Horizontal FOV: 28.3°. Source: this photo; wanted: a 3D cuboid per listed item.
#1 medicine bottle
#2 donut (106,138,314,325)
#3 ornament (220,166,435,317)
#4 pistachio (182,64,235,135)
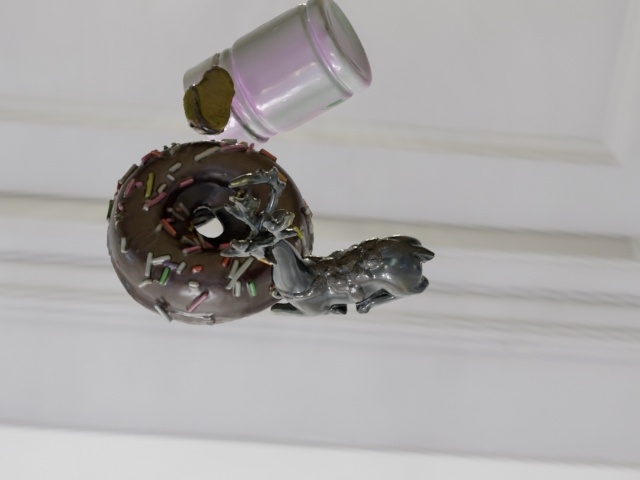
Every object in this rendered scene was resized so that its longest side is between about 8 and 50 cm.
[{"bbox_3d":[-0.083,-0.322,2.511,0.325,0.212,0.212,-28,-157,17],"label":"medicine bottle"},{"bbox_3d":[-0.135,-0.017,1.569,0.270,0.103,0.269,2,-123,-3],"label":"donut"},{"bbox_3d":[0.000,0.000,1.338,0.202,0.236,0.080,-14,-125,17],"label":"ornament"},{"bbox_3d":[-0.209,-0.250,2.311,0.089,0.049,0.173,28,-135,-20],"label":"pistachio"}]
